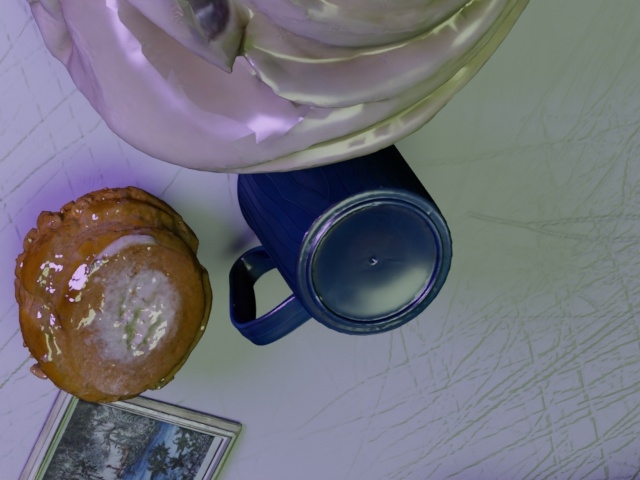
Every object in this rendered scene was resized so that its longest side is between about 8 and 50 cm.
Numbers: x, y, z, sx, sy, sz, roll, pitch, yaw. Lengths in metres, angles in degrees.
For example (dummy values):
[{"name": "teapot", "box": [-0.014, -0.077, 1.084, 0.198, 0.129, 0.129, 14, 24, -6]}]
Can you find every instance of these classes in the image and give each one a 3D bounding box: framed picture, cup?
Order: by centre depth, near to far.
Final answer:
[{"name": "cup", "box": [0.010, 0.001, 1.214, 0.113, 0.138, 0.150, 13, 111, -23]}, {"name": "framed picture", "box": [-0.154, 0.194, 1.334, 0.142, 0.011, 0.183, 18, 109, -25]}]

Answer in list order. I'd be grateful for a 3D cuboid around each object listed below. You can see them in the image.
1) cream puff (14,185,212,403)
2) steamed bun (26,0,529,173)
[{"name": "cream puff", "box": [-0.140, 0.031, 1.204, 0.126, 0.103, 0.144, -3, 118, -31]}, {"name": "steamed bun", "box": [-0.016, -0.200, 1.040, 0.342, 0.255, 0.368, -19, 121, -11]}]
